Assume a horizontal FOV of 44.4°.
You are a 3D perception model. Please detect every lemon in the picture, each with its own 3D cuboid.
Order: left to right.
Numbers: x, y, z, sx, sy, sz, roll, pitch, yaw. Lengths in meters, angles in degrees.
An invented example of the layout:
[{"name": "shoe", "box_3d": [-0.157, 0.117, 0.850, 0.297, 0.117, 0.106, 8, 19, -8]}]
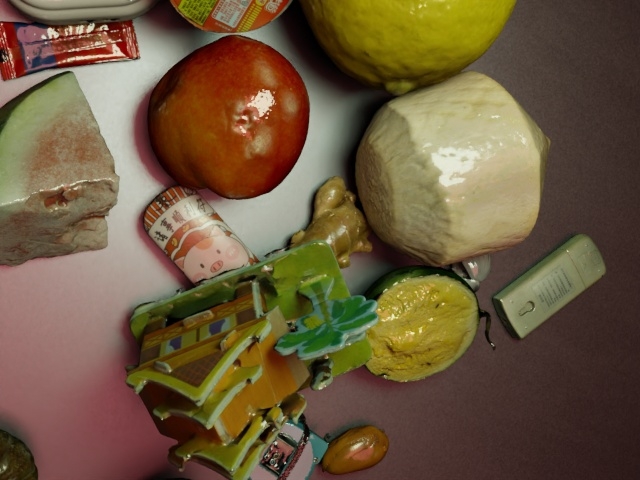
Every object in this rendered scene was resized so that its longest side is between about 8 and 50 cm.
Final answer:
[{"name": "lemon", "box_3d": [0.130, -0.383, 1.158, 0.365, 0.364, 0.363, -1, 94, -21]}]

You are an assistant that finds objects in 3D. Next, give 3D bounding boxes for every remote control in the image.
[{"name": "remote control", "box_3d": [0.430, 0.084, 1.465, 0.234, 0.038, 0.098, -35, 104, -14]}]

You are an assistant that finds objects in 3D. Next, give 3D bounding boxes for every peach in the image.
[{"name": "peach", "box_3d": [-0.132, -0.182, 1.148, 0.244, 0.199, 0.243, 0, 103, 2]}]

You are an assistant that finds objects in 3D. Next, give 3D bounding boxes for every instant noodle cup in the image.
[{"name": "instant noodle cup", "box_3d": [-0.141, -0.427, 1.108, 0.193, 0.212, 0.193, -10, 136, -10]}]

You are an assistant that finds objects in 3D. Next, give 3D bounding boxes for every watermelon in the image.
[{"name": "watermelon", "box_3d": [-0.397, -0.081, 1.097, 0.232, 0.193, 0.310, 31, 59, -4]}, {"name": "watermelon", "box_3d": [0.157, 0.125, 1.313, 0.232, 0.127, 0.204, -21, 119, -7]}]

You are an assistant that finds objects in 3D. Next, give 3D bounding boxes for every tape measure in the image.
[{"name": "tape measure", "box_3d": [-0.070, 0.341, 1.271, 0.125, 0.081, 0.146, 35, 81, -8]}]

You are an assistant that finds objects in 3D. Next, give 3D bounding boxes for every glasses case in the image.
[{"name": "glasses case", "box_3d": [-0.164, 0.030, 1.221, 0.103, 0.067, 0.266, -44, 107, -8]}]

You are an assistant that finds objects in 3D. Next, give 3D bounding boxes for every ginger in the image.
[{"name": "ginger", "box_3d": [0.013, 0.002, 1.282, 0.115, 0.081, 0.205, 40, 73, -32]}]

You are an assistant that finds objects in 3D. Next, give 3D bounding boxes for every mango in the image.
[{"name": "mango", "box_3d": [0.060, 0.358, 1.330, 0.127, 0.063, 0.077, -17, 107, -18]}]

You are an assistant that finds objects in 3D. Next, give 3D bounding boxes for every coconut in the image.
[{"name": "coconut", "box_3d": [0.225, -0.119, 1.253, 0.329, 0.329, 0.328, -1, 94, -21]}]

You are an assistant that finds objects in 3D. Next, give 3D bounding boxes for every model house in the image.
[{"name": "model house", "box_3d": [-0.074, 0.195, 1.087, 0.358, 0.313, 0.242, -21, 113, -1]}]

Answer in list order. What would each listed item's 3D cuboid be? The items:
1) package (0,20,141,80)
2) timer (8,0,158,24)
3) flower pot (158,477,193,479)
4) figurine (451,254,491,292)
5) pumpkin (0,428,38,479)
[{"name": "package", "box_3d": [-0.370, -0.291, 1.147, 0.201, 0.022, 0.083, -14, 97, -18]}, {"name": "timer", "box_3d": [-0.340, -0.438, 1.101, 0.237, 0.087, 0.261, -7, 91, -14]}, {"name": "flower pot", "box_3d": [-0.215, 0.563, 1.135, 0.294, 0.294, 0.330, -32, 111, -16]}, {"name": "figurine", "box_3d": [0.262, 0.050, 1.388, 0.094, 0.082, 0.086, 24, 68, -31]}, {"name": "pumpkin", "box_3d": [-0.504, 0.359, 1.067, 0.219, 0.162, 0.218, -3, 97, -24]}]
